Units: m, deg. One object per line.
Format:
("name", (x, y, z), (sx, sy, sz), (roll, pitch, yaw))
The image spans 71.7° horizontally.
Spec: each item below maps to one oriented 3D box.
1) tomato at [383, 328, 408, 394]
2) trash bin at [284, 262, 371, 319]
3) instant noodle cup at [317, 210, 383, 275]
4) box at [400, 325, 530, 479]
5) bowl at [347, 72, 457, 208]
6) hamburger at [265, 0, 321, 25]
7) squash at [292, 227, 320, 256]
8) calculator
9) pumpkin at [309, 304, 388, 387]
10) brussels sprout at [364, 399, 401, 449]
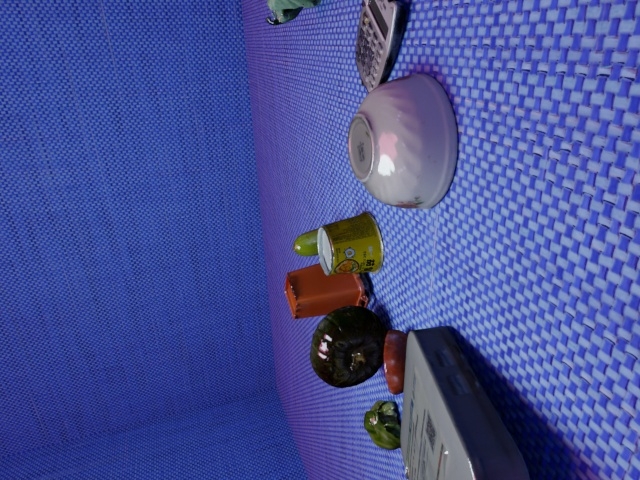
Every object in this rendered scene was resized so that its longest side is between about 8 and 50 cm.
("tomato", (0.203, 0.297, 1.075), (0.155, 0.069, 0.156), (-6, -90, -68))
("trash bin", (0.021, 0.158, 1.345), (0.161, 0.238, 0.185), (100, 152, -50))
("instant noodle cup", (0.075, 0.018, 1.250), (0.182, 0.144, 0.183), (170, 90, -74))
("box", (0.247, 0.423, 0.856), (0.397, 0.111, 0.396), (-101, 9, -64))
("bowl", (0.144, -0.194, 0.908), (0.277, 0.145, 0.277), (173, 90, -73))
("hamburger", (-0.065, -0.741, 1.226), (0.150, 0.261, 0.276), (41, 179, 29))
("squash", (0.000, 0.000, 1.420), (0.095, 0.187, 0.095), (171, 90, -76))
("calculator", (0.124, -0.455, 1.003), (0.268, 0.040, 0.177), (111, 146, -61))
("pumpkin", (0.084, 0.300, 1.239), (0.159, 0.237, 0.238), (-136, 39, -56))
("brussels sprout", (0.183, 0.544, 1.285), (0.139, 0.100, 0.181), (53, 144, 18))
